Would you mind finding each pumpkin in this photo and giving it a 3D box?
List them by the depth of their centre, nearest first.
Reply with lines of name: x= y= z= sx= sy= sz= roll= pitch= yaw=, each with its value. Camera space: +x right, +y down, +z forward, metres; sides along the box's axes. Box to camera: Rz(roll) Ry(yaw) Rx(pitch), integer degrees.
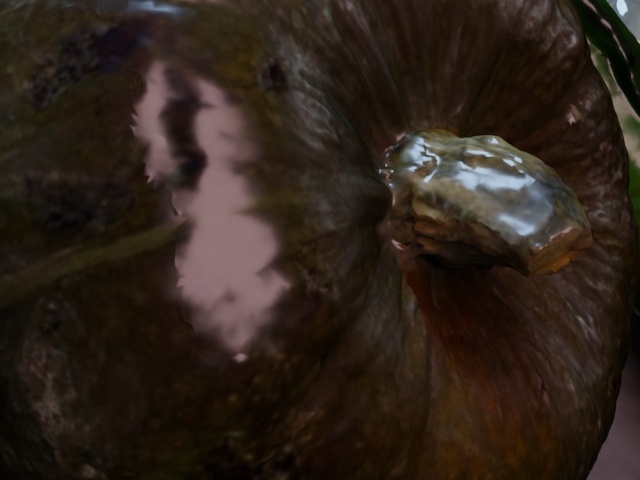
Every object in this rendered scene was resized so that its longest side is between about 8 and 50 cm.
pumpkin: x=0.002 y=-0.001 z=0.526 sx=0.260 sy=0.189 sz=0.260 roll=11 pitch=73 yaw=-39

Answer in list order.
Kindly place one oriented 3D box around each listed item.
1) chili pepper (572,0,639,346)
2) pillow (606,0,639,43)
chili pepper: x=0.103 y=-0.032 z=0.671 sx=0.076 sy=0.085 sz=0.359 roll=-31 pitch=87 yaw=-42
pillow: x=0.172 y=-0.144 z=0.763 sx=0.128 sy=0.051 sz=0.229 roll=19 pitch=65 yaw=-24
